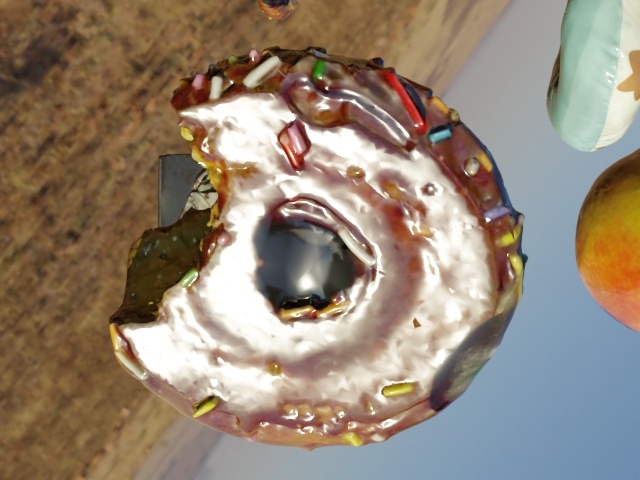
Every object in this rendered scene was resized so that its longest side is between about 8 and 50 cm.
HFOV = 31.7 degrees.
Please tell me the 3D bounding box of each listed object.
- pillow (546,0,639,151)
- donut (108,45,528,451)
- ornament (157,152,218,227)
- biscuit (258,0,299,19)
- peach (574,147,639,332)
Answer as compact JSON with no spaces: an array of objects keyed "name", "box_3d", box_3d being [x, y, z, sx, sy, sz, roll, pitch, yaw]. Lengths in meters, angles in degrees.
[{"name":"pillow","box_3d":[0.251,-0.193,1.016,0.233,0.086,0.214,73,19,-65]},{"name":"donut","box_3d":[0.000,0.001,0.613,0.096,0.216,0.230,-85,-177,-65]},{"name":"ornament","box_3d":[-0.066,-0.008,1.154,0.196,0.153,0.166,-151,-121,-61]},{"name":"biscuit","box_3d":[-0.025,-0.233,0.848,0.206,0.025,0.126,62,37,-77]},{"name":"peach","box_3d":[0.382,-0.007,1.189,0.231,0.231,0.231,-54,179,-2]}]
